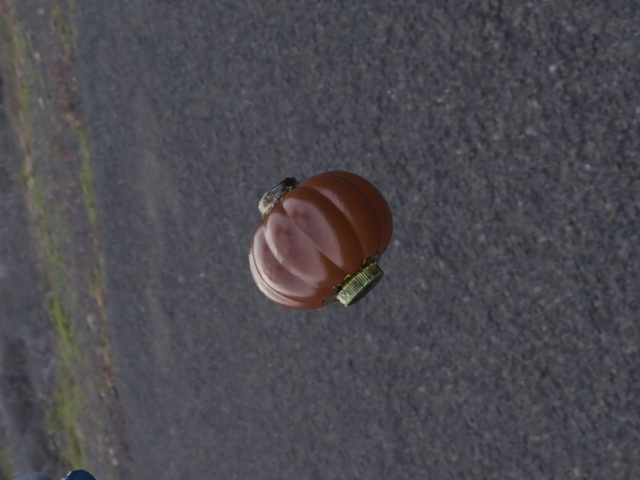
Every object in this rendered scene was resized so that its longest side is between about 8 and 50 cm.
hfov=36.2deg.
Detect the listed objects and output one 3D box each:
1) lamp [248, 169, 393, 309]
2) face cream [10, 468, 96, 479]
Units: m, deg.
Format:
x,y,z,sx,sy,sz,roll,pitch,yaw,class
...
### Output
x,y,z,sx,sy,sz,roll,pitch,yaw,class
0.000,0.000,1.394,0.196,0.223,0.223,47,149,10,lamp
-0.447,0.417,1.414,0.337,0.080,0.163,-31,34,29,face cream
